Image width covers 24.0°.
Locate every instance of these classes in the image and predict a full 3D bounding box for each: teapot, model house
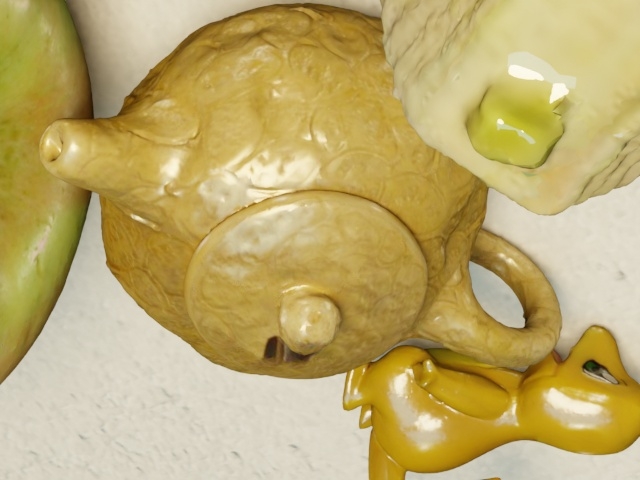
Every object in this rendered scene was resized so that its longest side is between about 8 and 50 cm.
[{"bbox_3d":[0.000,0.000,0.773,0.311,0.167,0.203,24,124,-24],"label":"teapot"},{"bbox_3d":[0.141,-0.126,0.617,0.174,0.234,0.193,34,129,-10],"label":"model house"}]

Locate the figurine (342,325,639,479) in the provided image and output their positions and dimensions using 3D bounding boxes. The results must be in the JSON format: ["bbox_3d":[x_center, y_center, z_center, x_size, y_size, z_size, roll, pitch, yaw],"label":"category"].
[{"bbox_3d":[0.103,0.114,0.876,0.176,0.122,0.121,-7,157,13],"label":"figurine"}]

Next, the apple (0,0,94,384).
[{"bbox_3d":[-0.270,-0.046,0.749,0.277,0.319,0.319,8,128,21],"label":"apple"}]
